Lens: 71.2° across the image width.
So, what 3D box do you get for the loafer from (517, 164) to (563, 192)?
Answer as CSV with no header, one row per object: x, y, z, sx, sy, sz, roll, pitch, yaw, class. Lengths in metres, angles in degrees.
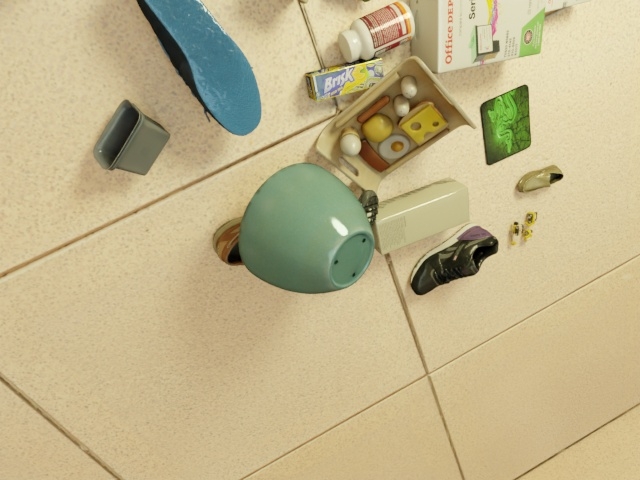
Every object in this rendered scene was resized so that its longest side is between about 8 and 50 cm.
0.656,-0.182,1.328,0.148,0.050,0.056,-27,122,-7,loafer

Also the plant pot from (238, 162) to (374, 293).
0.000,0.000,0.960,0.290,0.196,0.290,-26,131,-35,plant pot

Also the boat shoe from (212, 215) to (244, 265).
-0.101,-0.032,1.075,0.325,0.116,0.123,-32,123,-3,boat shoe

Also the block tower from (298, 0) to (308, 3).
-0.006,-0.627,0.824,0.091,0.097,0.335,18,106,-28,block tower

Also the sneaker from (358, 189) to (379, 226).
0.072,-0.037,1.142,0.078,0.106,0.234,-18,136,-41,sneaker

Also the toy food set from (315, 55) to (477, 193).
0.169,-0.241,1.027,0.220,0.092,0.306,35,130,-31,toy food set

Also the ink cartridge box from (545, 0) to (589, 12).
0.560,-0.611,1.066,0.180,0.060,0.104,-18,121,-12,ink cartridge box

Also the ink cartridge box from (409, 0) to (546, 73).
0.353,-0.505,1.007,0.279,0.117,0.201,-16,120,-12,ink cartridge box

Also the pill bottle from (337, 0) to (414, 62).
0.119,-0.447,0.966,0.152,0.086,0.086,-27,122,-7,pill bottle

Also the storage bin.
-0.379,-0.201,0.906,0.135,0.098,0.091,-53,149,9,storage bin

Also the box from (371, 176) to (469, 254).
0.259,-0.069,1.208,0.275,0.094,0.113,-20,121,-11,box

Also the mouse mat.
0.515,-0.315,1.233,0.153,0.007,0.189,-25,121,-7,mouse mat

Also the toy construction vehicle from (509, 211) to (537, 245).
0.637,-0.039,1.409,0.086,0.035,0.098,-23,125,-21,toy construction vehicle

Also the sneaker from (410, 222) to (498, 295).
0.392,0.070,1.311,0.283,0.124,0.107,-43,122,4,sneaker

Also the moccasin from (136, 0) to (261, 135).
-0.226,-0.366,0.864,0.138,0.117,0.341,-36,119,-15,moccasin

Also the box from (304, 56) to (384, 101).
0.055,-0.364,1.003,0.169,0.054,0.059,-18,120,-11,box

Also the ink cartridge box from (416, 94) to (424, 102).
0.263,-0.331,1.072,0.135,0.099,0.056,36,99,-31,ink cartridge box
